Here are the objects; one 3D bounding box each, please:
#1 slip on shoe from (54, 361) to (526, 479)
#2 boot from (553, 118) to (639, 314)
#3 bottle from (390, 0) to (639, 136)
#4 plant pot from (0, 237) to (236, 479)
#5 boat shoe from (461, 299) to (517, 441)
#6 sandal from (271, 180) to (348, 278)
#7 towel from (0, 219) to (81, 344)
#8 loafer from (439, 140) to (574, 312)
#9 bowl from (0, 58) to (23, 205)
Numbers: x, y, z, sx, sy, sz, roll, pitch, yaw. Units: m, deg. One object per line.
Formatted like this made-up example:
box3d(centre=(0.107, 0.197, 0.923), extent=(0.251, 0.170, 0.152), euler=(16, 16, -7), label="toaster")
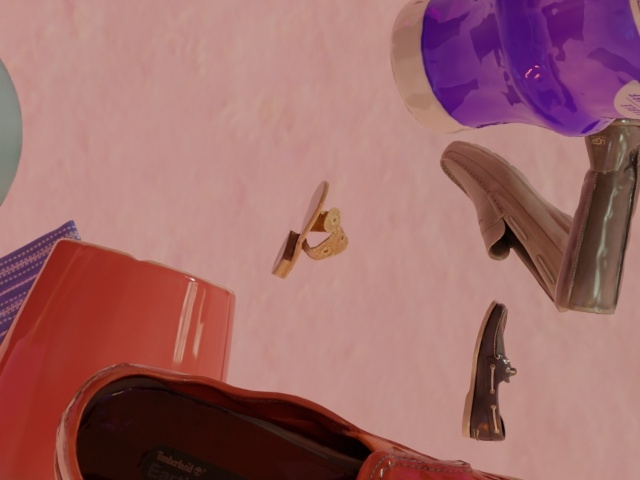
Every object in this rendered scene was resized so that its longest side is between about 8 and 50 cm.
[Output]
box3d(centre=(0.028, 0.140, 0.527), extent=(0.331, 0.101, 0.123), euler=(21, 73, 8), label="slip on shoe")
box3d(centre=(0.310, -0.029, 1.223), extent=(0.190, 0.076, 0.208), euler=(-1, 93, -46), label="boot")
box3d(centre=(0.154, -0.097, 0.455), extent=(0.118, 0.283, 0.092), euler=(12, 75, -46), label="bottle")
box3d(centre=(-0.213, 0.140, 1.208), extent=(0.275, 0.275, 0.243), euler=(16, 82, 0), label="plant pot")
box3d(centre=(0.252, 0.189, 1.693), extent=(0.065, 0.075, 0.206), euler=(12, 96, 21), label="boat shoe")
box3d(centre=(0.002, -0.005, 1.766), extent=(0.079, 0.240, 0.088), euler=(23, 55, -9), label="sandal")
box3d(centre=(-0.388, 0.128, 1.483), extent=(0.243, 0.040, 0.336), euler=(-27, 44, 0), label="towel")
box3d(centre=(0.269, -0.026, 1.673), extent=(0.111, 0.112, 0.319), euler=(-41, 55, -6), label="loafer")
box3d(centre=(-0.492, -0.122, 1.265), extent=(0.312, 0.163, 0.311), euler=(0, 90, -1), label="bowl")
